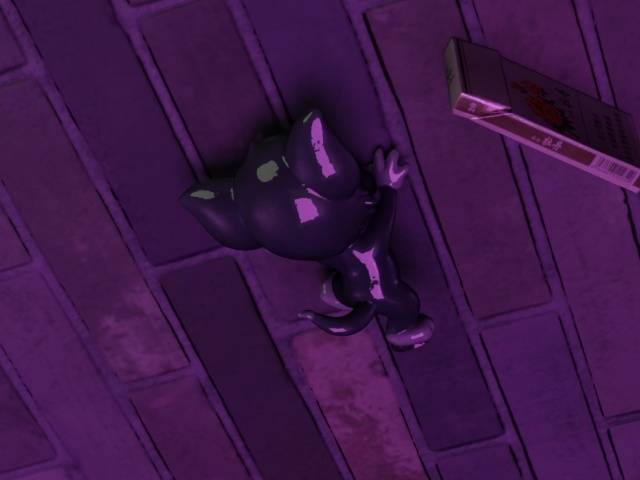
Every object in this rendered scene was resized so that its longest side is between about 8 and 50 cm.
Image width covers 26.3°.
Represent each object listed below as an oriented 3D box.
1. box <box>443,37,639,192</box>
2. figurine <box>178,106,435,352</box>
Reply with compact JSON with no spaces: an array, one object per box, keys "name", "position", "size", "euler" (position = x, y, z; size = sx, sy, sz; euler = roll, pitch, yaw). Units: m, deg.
[{"name":"box","position":[0.207,-0.116,1.258],"size":[0.198,0.109,0.029],"euler":[22,123,-14]},{"name":"figurine","position":[0.000,0.005,1.335],"size":[0.193,0.140,0.265],"euler":[-18,101,34]}]
